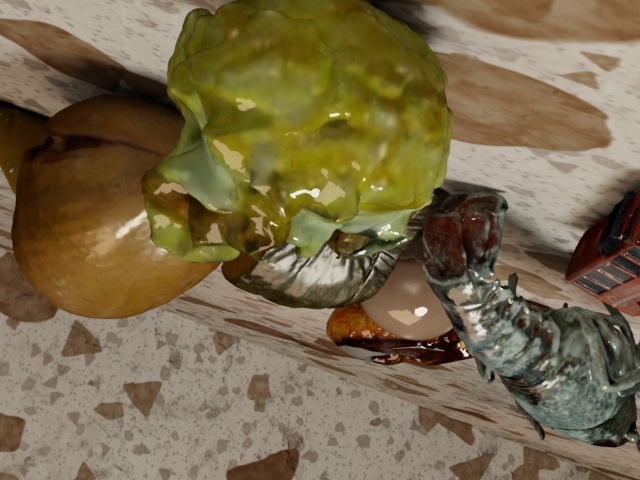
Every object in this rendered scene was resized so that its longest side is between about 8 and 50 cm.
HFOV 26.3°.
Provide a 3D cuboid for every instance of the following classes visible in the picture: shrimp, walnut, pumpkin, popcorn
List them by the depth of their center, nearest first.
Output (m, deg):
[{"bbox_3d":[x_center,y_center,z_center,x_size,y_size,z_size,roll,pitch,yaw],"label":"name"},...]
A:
[{"bbox_3d":[-0.023,-0.059,0.846,0.198,0.212,0.198,48,-176,-4],"label":"popcorn"},{"bbox_3d":[-0.170,-0.030,1.229,0.203,0.203,0.298,23,165,-28],"label":"walnut"},{"bbox_3d":[0.001,0.003,1.292,0.131,0.126,0.248,20,169,-22],"label":"pumpkin"},{"bbox_3d":[0.218,0.093,1.296,0.221,0.166,0.410,4,164,42],"label":"shrimp"}]

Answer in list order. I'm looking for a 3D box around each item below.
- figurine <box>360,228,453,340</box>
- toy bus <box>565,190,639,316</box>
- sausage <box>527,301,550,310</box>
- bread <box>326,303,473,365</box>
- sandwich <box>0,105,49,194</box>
[{"bbox_3d":[0.096,0.040,1.387,0.125,0.125,0.138,15,154,16],"label":"figurine"},{"bbox_3d":[0.260,0.012,1.071,0.096,0.074,0.235,24,171,3],"label":"toy bus"},{"bbox_3d":[0.160,0.061,1.595,0.253,0.034,0.034,19,170,0],"label":"sausage"},{"bbox_3d":[0.125,0.113,1.805,0.268,0.095,0.139,-12,154,43],"label":"bread"},{"bbox_3d":[-0.267,-0.070,1.467,0.244,0.088,0.090,19,173,-9],"label":"sandwich"}]
